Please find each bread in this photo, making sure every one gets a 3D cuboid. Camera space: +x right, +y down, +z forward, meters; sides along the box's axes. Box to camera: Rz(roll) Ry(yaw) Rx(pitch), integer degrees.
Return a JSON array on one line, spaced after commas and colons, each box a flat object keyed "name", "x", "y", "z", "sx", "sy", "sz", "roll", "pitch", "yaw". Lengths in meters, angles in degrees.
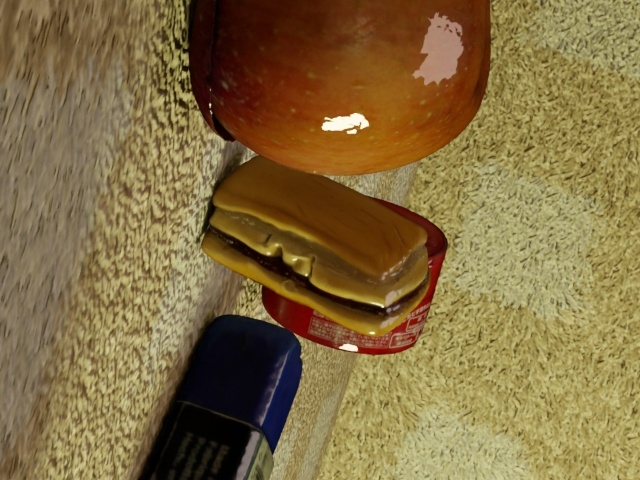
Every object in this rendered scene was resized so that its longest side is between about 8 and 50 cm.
[{"name": "bread", "x": 0.000, "y": 0.000, "z": 1.342, "sx": 0.116, "sy": 0.200, "sz": 0.077, "roll": -39, "pitch": 150, "yaw": -53}]

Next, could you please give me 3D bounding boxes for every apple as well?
[{"name": "apple", "x": 0.026, "y": -0.167, "z": 1.122, "sx": 0.272, "sy": 0.206, "sz": 0.251, "roll": 73, "pitch": 33, "yaw": -75}]

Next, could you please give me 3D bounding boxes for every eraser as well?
[{"name": "eraser", "x": -0.113, "y": 0.239, "z": 1.480, "sx": 0.155, "sy": 0.102, "sz": 0.332, "roll": 84, "pitch": 24, "yaw": -68}]

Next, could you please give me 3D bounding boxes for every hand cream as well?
[{"name": "hand cream", "x": 0.036, "y": 0.033, "z": 1.703, "sx": 0.193, "sy": 0.193, "sz": 0.125, "roll": -50, "pitch": 157, "yaw": -70}]
